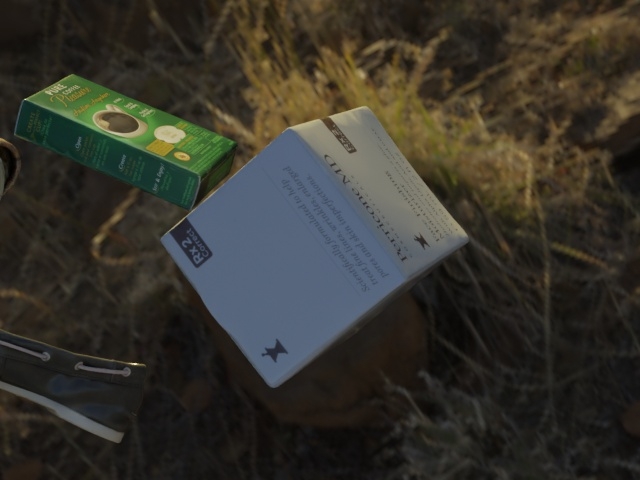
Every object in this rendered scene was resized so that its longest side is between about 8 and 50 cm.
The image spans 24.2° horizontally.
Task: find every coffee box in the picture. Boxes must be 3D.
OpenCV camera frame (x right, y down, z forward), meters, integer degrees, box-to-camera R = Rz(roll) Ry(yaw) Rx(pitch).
[{"bbox_3d":[-0.180,-0.095,1.401,0.184,0.040,0.113,23,25,6],"label":"coffee box"}]

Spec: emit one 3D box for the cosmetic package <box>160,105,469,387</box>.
[{"bbox_3d":[0.000,0.000,1.217,0.151,0.183,0.151,-40,85,22],"label":"cosmetic package"}]

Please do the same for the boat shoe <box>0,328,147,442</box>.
[{"bbox_3d":[-0.346,0.120,1.662,0.112,0.335,0.095,8,71,62],"label":"boat shoe"}]

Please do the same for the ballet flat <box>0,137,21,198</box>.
[{"bbox_3d":[-0.413,-0.032,1.586,0.106,0.107,0.316,2,33,17],"label":"ballet flat"}]
